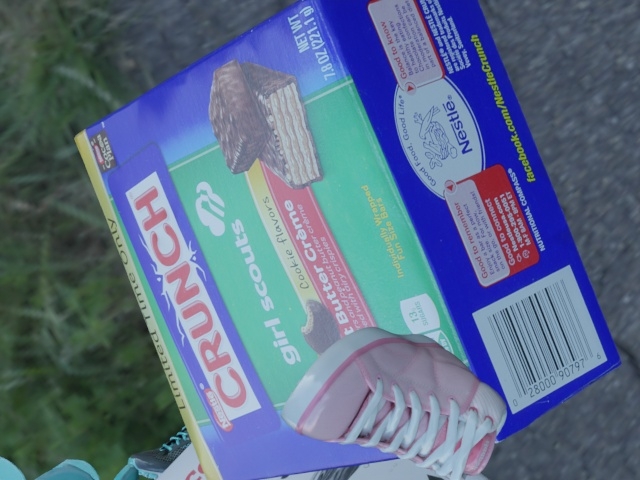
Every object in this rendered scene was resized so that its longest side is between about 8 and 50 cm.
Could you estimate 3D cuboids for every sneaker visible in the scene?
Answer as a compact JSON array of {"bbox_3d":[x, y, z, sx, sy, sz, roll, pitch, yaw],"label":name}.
[{"bbox_3d":[-0.153,0.243,1.929,0.065,0.166,0.076,6,97,57],"label":"sneaker"},{"bbox_3d":[0.042,0.078,0.731,0.070,0.134,0.051,40,108,24],"label":"sneaker"}]

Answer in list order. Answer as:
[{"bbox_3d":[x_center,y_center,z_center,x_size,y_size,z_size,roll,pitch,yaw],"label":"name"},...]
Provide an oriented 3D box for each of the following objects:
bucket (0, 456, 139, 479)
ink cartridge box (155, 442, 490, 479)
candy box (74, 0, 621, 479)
[{"bbox_3d":[-0.212,0.178,0.674,0.281,0.281,0.183,-1,83,31],"label":"bucket"},{"bbox_3d":[0.026,0.303,1.411,0.395,0.285,0.166,35,166,47],"label":"ink cartridge box"},{"bbox_3d":[0.000,0.000,1.016,0.317,0.122,0.268,-20,92,56],"label":"candy box"}]
